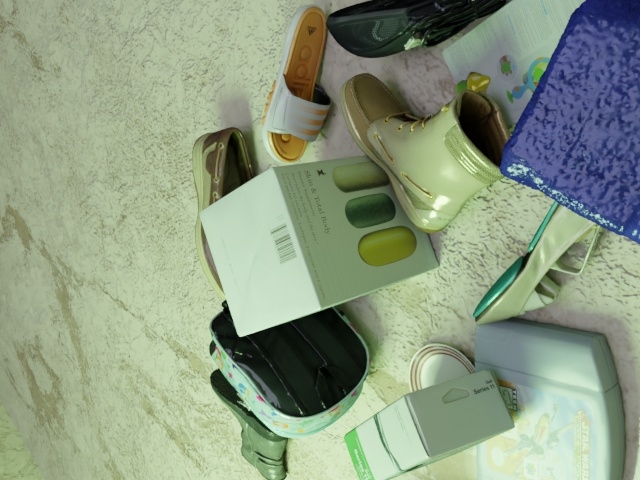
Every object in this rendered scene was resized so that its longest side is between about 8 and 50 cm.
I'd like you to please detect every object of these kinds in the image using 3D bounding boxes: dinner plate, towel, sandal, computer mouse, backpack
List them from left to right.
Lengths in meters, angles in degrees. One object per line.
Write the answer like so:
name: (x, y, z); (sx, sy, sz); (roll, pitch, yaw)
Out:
backpack: (-0.048, 0.205, 1.140); (0.253, 0.225, 0.191); (42, 149, 25)
sandal: (-0.027, -0.245, 1.090); (0.076, 0.101, 0.265); (31, 119, 40)
computer mouse: (0.114, -0.290, 0.910); (0.272, 0.188, 0.072); (18, 133, 51)
dinner plate: (0.197, 0.228, 1.036); (0.141, 0.017, 0.141); (15, 111, 44)
towel: (0.368, -0.102, 0.683); (0.308, 0.076, 0.228); (31, 110, 19)

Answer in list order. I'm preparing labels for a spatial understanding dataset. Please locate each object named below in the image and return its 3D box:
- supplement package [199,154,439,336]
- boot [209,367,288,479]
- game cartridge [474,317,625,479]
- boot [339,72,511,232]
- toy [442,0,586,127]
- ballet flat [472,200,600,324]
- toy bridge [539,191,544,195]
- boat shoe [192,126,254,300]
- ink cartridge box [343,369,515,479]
supplement package: (0.000, 0.000, 1.004); (0.198, 0.262, 0.199); (-24, 82, 46)
boot: (-0.158, 0.392, 1.404); (0.246, 0.083, 0.161); (35, 129, 37)
game cartridge: (0.307, 0.260, 0.905); (0.198, 0.062, 0.298); (8, 105, 49)
boot: (0.140, -0.159, 0.906); (0.262, 0.095, 0.203); (61, 152, 10)
toy: (0.268, -0.232, 0.822); (0.237, 0.056, 0.137); (-26, 85, 51)
ballet flat: (0.288, 0.035, 0.856); (0.086, 0.086, 0.249); (47, 128, 28)
toy bridge: (0.342, -0.108, 0.770); (0.188, 0.026, 0.063); (-19, 44, 31)
boat shoe: (-0.160, -0.047, 1.269); (0.123, 0.123, 0.342); (-8, 88, 48)
ink cartridge box: (0.148, 0.268, 0.937); (0.087, 0.153, 0.208); (69, 151, 22)
